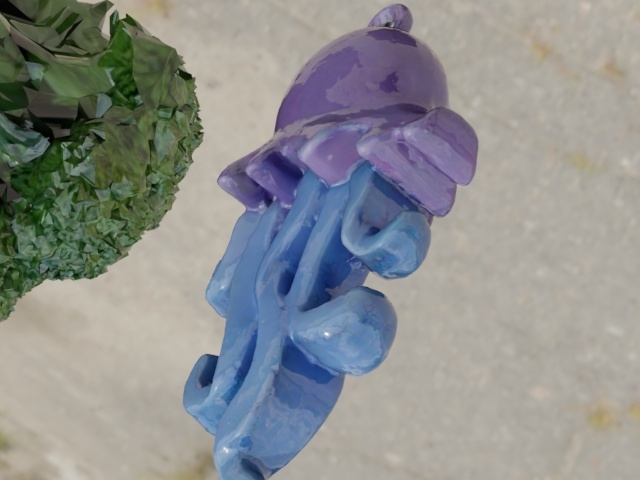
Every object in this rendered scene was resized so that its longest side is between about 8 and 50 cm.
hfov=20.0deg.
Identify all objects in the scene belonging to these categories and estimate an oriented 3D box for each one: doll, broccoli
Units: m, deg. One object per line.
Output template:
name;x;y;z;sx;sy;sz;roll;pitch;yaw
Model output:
doll;0.000;0.000;0.623;0.110;0.206;0.067;-12;139;44
broccoli;-0.260;-0.081;0.864;0.413;0.310;0.321;7;-177;-19
